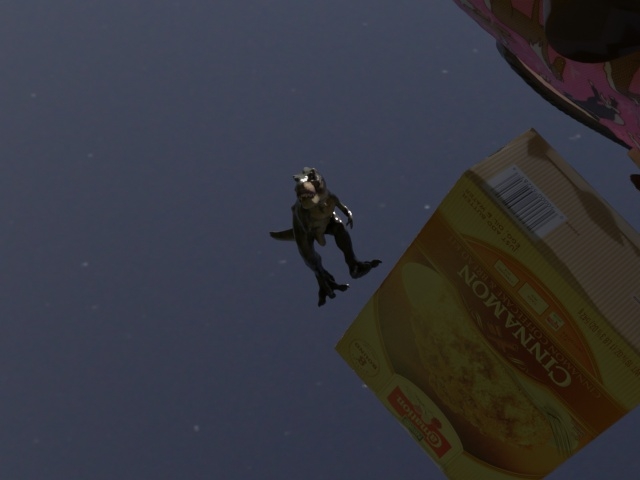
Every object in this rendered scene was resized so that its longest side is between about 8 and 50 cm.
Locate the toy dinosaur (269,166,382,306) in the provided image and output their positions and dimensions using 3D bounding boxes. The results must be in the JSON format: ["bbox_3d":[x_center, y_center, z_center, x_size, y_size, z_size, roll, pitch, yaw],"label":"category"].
[{"bbox_3d":[0.000,0.000,1.171,0.118,0.064,0.268,58,-15,8],"label":"toy dinosaur"}]

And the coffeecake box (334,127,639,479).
[{"bbox_3d":[0.106,0.054,0.614,0.142,0.068,0.185,48,-39,13],"label":"coffeecake box"}]

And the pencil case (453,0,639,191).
[{"bbox_3d":[0.170,-0.182,0.727,0.167,0.160,0.386,-45,-117,4],"label":"pencil case"}]

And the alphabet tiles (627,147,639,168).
[{"bbox_3d":[0.356,-0.027,0.728,0.237,0.009,0.198,51,-53,5],"label":"alphabet tiles"}]

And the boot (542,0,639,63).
[{"bbox_3d":[0.163,-0.169,0.416,0.197,0.073,0.152,-18,-129,41],"label":"boot"}]

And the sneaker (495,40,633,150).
[{"bbox_3d":[0.407,-0.175,1.024,0.257,0.447,0.169,-55,-150,21],"label":"sneaker"}]
